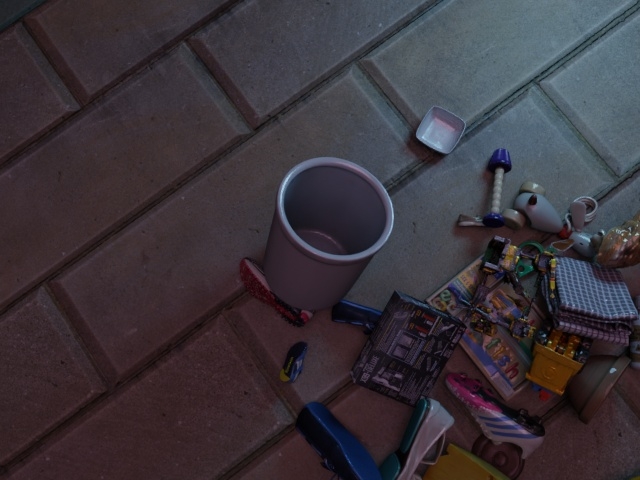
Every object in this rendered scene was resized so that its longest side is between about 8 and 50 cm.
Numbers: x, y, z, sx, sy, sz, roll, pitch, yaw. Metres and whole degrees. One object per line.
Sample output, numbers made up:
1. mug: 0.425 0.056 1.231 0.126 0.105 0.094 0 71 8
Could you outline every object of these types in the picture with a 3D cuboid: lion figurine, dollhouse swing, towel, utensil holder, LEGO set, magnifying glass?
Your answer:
1. lion figurine: 1.031 0.010 1.730 0.392 0.142 0.240 17 101 -26
2. dollhouse swing: 0.486 0.860 1.675 0.315 0.305 0.347 26 88 49
3. towel: 0.811 0.167 1.686 0.234 0.284 0.121 14 125 3
4. utensil holder: 0.000 0.000 1.639 0.327 0.385 0.328 7 60 -12
5. LEGO set: 0.566 0.136 1.642 0.254 0.192 0.331 29 89 13
6. magnifying glass: 0.654 0.102 1.825 0.092 0.026 0.231 35 82 7

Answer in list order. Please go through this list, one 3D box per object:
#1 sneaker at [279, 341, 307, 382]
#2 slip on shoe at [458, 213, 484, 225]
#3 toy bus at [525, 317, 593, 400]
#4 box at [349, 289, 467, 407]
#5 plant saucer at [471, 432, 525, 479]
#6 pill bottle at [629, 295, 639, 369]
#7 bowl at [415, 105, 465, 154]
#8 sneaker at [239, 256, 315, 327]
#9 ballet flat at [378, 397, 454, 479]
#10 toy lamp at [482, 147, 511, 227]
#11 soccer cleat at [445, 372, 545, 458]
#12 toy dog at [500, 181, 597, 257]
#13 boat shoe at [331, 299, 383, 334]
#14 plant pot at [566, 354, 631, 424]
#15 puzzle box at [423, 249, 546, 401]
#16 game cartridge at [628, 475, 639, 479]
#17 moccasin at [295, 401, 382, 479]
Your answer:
1. sneaker: -0.082 0.397 1.797 0.053 0.059 0.144 12 63 35
2. slip on shoe: 0.527 -0.067 1.843 0.135 0.051 0.041 1 87 10
3. toy bus: 0.700 0.365 1.655 0.149 0.220 0.212 23 117 25
4. box: 0.267 0.339 1.698 0.242 0.076 0.308 24 99 -13
5. plant saucer: 0.559 0.682 1.733 0.168 0.029 0.169 0 82 2
6. pill bottle: 1.036 0.290 1.722 0.131 0.131 0.229 4 81 3
7. bowl: 0.408 -0.370 1.894 0.142 0.053 0.142 31 83 7
8. sneaker: -0.142 0.157 1.815 0.299 0.121 0.112 38 55 8
9. ballet flat: 0.276 0.670 1.672 0.139 0.139 0.400 30 96 7
10. toy lamp: 0.582 -0.178 1.825 0.080 0.080 0.275 14 67 5
11. soccer cleat: 0.516 0.542 1.703 0.331 0.116 0.143 30 110 23
12. toy dog: 0.756 -0.072 1.777 0.333 0.161 0.220 11 82 4
13. boat shoe: 0.161 0.266 1.792 0.258 0.109 0.089 17 89 21
14. plant pot: 0.825 0.427 1.677 0.109 0.237 0.237 36 84 31
15. puzzle box: 0.564 0.268 1.769 0.272 0.052 0.409 -39 85 -2
16. game cartridge: 0.958 0.860 1.641 0.323 0.052 0.285 -24 81 11
17. moccasin: 0.054 0.655 1.705 0.342 0.137 0.117 46 109 33
